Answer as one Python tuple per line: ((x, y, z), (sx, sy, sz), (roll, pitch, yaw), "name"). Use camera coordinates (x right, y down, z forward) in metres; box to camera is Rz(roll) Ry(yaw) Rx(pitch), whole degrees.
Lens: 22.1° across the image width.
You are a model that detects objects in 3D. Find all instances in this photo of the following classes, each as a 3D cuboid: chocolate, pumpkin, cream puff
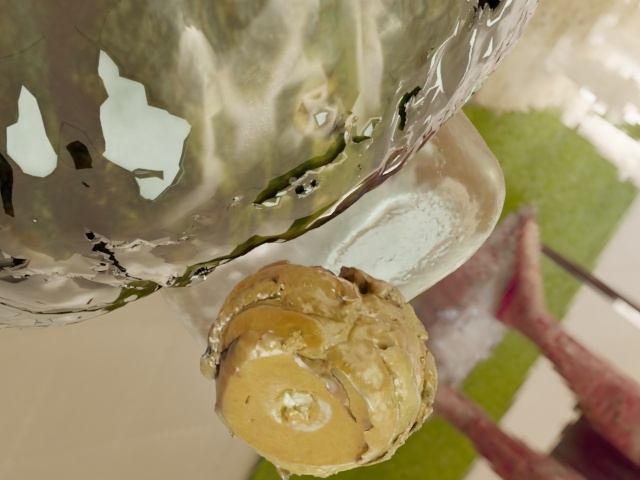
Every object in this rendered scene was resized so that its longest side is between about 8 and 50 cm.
((0.001, 0.002, 1.125), (0.254, 0.157, 0.080), (-35, -164, 17), "chocolate")
((-0.061, -0.092, 0.598), (0.320, 0.192, 0.320), (-32, -170, 6), "pumpkin")
((0.003, 0.067, 0.876), (0.133, 0.119, 0.104), (62, 34, -42), "cream puff")
